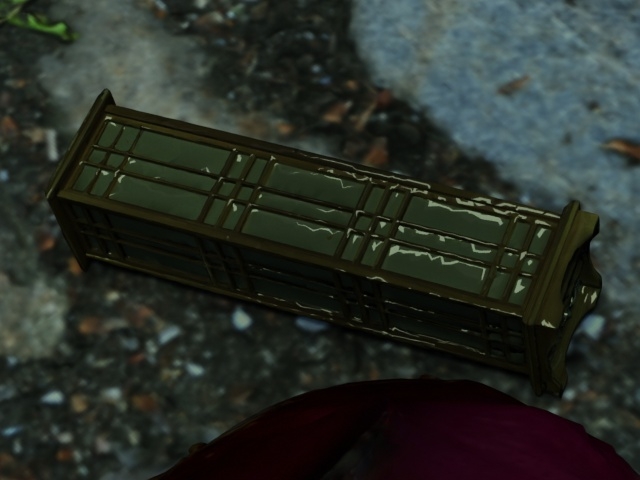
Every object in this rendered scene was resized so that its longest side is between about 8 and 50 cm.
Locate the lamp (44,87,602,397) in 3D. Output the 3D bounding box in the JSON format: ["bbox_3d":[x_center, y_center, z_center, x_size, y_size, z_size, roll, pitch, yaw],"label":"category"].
[{"bbox_3d":[0.000,0.000,1.037,0.325,0.090,0.089,15,61,20],"label":"lamp"}]

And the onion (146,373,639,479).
[{"bbox_3d":[0.032,0.285,0.706,0.398,0.398,0.420,-39,87,-16],"label":"onion"}]
